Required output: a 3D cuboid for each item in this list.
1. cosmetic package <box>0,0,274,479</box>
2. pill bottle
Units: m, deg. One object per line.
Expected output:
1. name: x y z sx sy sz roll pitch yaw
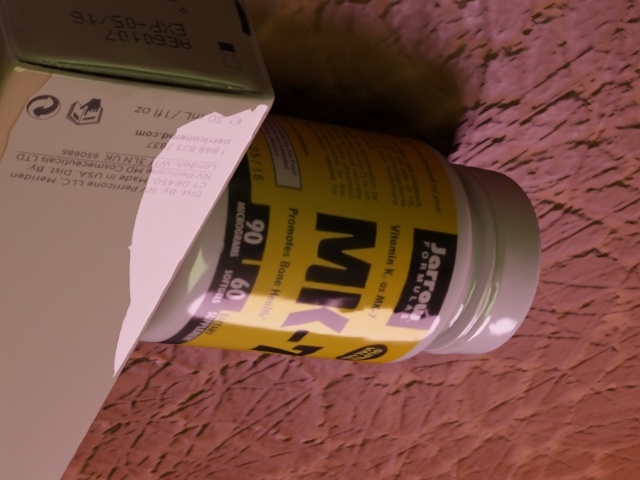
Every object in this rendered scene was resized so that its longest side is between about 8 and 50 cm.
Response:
1. cosmetic package: -0.144 -0.015 0.811 0.113 0.160 0.309 6 135 -29
2. pill bottle: 0.000 0.000 0.930 0.208 0.119 0.119 7 136 -32
